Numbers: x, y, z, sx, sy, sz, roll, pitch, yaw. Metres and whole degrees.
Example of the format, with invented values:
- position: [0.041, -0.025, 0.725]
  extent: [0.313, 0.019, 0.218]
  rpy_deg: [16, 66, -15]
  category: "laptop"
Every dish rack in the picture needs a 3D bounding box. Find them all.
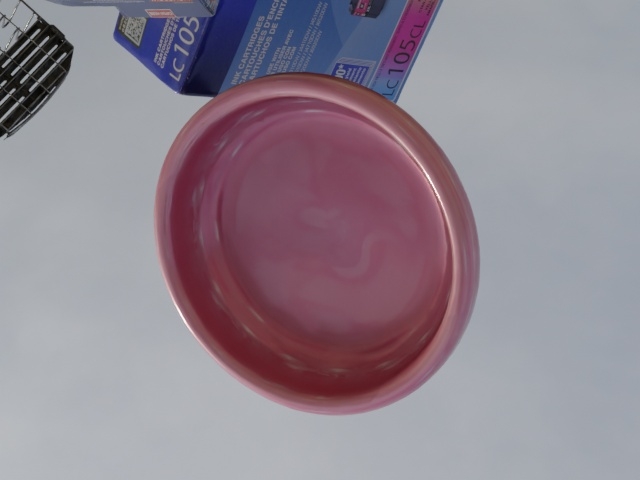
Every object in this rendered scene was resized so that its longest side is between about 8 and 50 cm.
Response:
- position: [-0.443, -0.245, 1.554]
  extent: [0.208, 0.271, 0.074]
  rpy_deg: [-53, -170, -27]
  category: "dish rack"

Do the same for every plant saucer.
- position: [0.000, 0.000, 1.233]
  extent: [0.332, 0.332, 0.084]
  rpy_deg: [-1, -164, 26]
  category: "plant saucer"

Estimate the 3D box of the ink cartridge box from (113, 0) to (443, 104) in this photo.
- position: [-0.045, -0.293, 1.393]
  extent: [0.395, 0.270, 0.151]
  rpy_deg: [-1, -147, -44]
  category: "ink cartridge box"

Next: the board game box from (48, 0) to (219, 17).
- position: [-0.134, -0.279, 1.090]
  extent: [0.194, 0.060, 0.194]
  rpy_deg: [8, -119, 37]
  category: "board game box"
